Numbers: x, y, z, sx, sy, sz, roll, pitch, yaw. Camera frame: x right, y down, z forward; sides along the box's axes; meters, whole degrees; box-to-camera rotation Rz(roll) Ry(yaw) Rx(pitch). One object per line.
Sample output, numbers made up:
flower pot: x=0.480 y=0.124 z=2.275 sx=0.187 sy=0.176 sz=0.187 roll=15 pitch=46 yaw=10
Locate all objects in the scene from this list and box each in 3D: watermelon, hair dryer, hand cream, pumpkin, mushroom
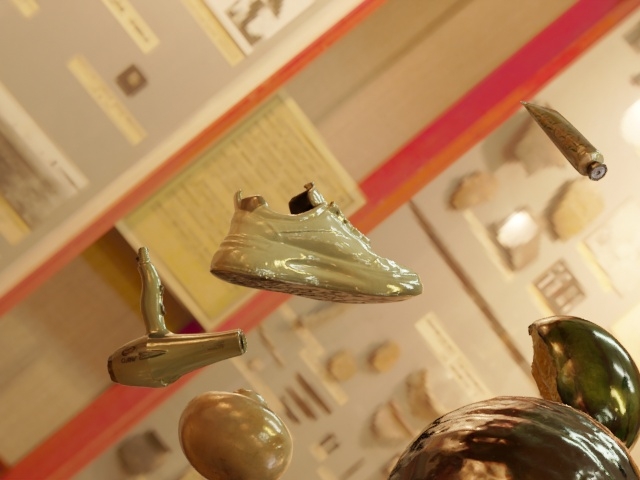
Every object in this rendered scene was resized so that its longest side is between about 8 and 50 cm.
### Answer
watermelon: x=0.344 y=0.194 z=1.519 sx=0.204 sy=0.127 sz=0.232 roll=63 pitch=9 yaw=-59
hair dryer: x=-0.214 y=0.130 z=1.897 sx=0.219 sy=0.225 sz=0.088 roll=8 pitch=-15 yaw=16
hand cream: x=0.363 y=-0.153 z=1.775 sx=0.067 sy=0.042 sz=0.194 roll=4 pitch=35 yaw=-26
pumpkin: x=0.190 y=0.291 z=1.063 sx=0.238 sy=0.315 sz=0.315 roll=-1 pitch=-37 yaw=32
mushroom: x=-0.153 y=0.365 z=2.254 sx=0.226 sy=0.178 sz=0.226 roll=19 pitch=-45 yaw=20

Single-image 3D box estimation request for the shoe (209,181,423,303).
shoe: x=0.000 y=0.000 z=1.692 sx=0.316 sy=0.159 sz=0.124 roll=8 pitch=-12 yaw=-27
